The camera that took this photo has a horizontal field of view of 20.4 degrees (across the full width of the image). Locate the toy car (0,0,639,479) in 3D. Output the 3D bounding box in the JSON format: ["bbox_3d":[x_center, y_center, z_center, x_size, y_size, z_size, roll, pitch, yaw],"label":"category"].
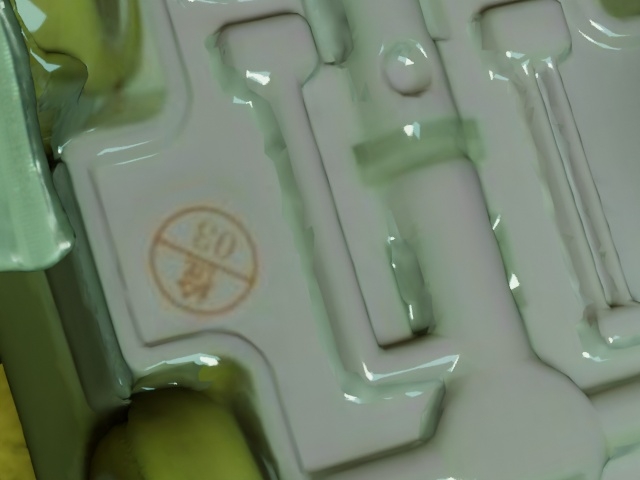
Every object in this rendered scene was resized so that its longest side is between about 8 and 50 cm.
[{"bbox_3d":[0.000,0.000,0.561,0.242,0.226,0.336,-16,82,-23],"label":"toy car"}]

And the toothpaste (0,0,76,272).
[{"bbox_3d":[-0.185,0.000,0.468,0.268,0.069,0.047,-15,147,22],"label":"toothpaste"}]

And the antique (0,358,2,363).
[{"bbox_3d":[-0.067,0.001,0.639,0.192,0.015,0.031,-28,122,-16],"label":"antique"}]
